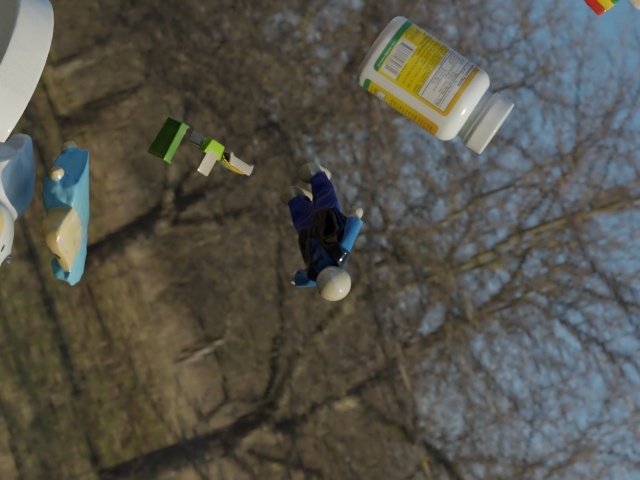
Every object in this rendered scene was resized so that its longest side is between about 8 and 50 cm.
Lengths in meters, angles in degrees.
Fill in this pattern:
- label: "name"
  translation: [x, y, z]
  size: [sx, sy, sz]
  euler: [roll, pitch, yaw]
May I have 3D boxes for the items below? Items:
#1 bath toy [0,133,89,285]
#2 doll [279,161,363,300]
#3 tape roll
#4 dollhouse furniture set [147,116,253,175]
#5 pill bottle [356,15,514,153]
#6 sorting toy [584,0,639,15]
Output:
- label: "bath toy"
  translation: [-0.410, -0.039, 1.219]
  size: [0.151, 0.348, 0.129]
  euler: [-71, 168, -60]
- label: "doll"
  translation: [0.000, 0.000, 1.338]
  size: [0.046, 0.129, 0.189]
  euler: [23, 30, -31]
- label: "tape roll"
  translation: [-0.581, -0.255, 1.981]
  size: [0.072, 0.392, 0.392]
  euler: [31, 22, -34]
- label: "dollhouse furniture set"
  translation: [-0.168, -0.115, 1.688]
  size: [0.076, 0.058, 0.152]
  euler: [26, -3, 38]
- label: "pill bottle"
  translation: [0.165, -0.216, 1.704]
  size: [0.208, 0.117, 0.117]
  euler: [34, -8, 5]
- label: "sorting toy"
  translation: [0.384, -0.479, 1.838]
  size: [0.255, 0.089, 0.257]
  euler: [41, 33, -18]
